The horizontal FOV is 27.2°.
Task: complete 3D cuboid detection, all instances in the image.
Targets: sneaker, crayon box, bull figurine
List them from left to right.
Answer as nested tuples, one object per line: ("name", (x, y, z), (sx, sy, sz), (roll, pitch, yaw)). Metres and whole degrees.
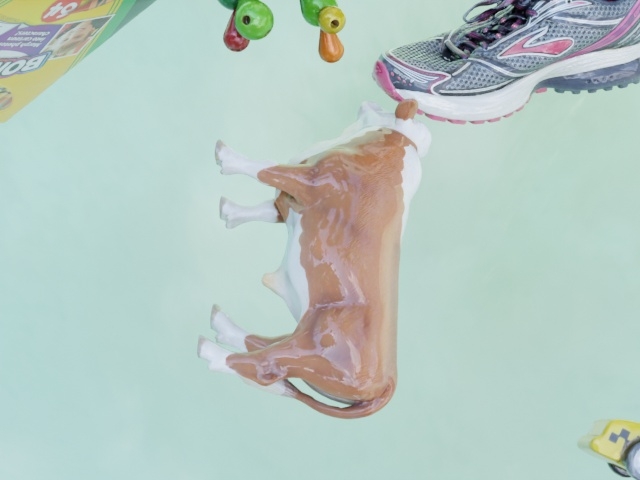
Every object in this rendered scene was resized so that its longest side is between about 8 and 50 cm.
("crayon box", (-0.400, -0.246, 1.533), (0.313, 0.363, 0.106), (-34, 82, 27))
("bull figurine", (0.000, 0.000, 1.152), (0.188, 0.101, 0.310), (2, 64, 3))
("sneaker", (0.188, -0.199, 1.282), (0.299, 0.112, 0.121), (-17, 40, -16))

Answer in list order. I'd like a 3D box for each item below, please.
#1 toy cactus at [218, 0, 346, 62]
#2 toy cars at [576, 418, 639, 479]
("toy cactus", (-0.045, -0.223, 1.050), (0.180, 0.112, 0.219), (7, 55, 21))
("toy cars", (0.388, 0.208, 1.047), (0.393, 0.176, 0.087), (21, 83, 46))
